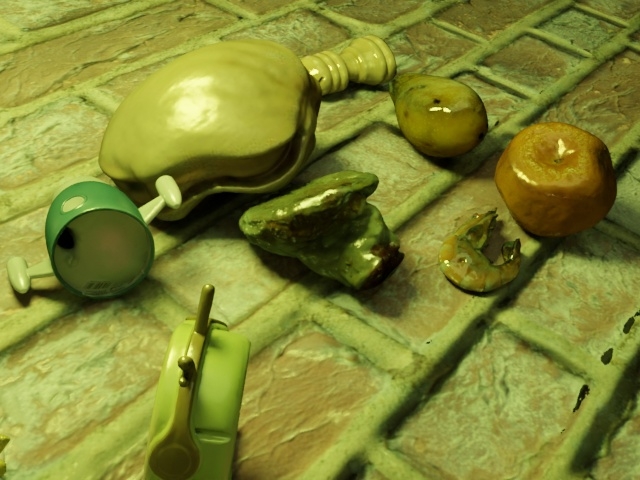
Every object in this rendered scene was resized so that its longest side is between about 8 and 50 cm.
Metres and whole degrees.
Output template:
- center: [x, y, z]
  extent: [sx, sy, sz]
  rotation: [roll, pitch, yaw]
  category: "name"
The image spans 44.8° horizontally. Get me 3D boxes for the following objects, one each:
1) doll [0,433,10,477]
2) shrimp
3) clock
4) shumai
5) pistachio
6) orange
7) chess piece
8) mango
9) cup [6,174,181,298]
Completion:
- center: [-0.493, 0.209, 0.996]
  extent: [0.117, 0.086, 0.291]
  rotation: [-45, 59, -1]
  category: "doll"
- center: [0.320, 0.012, 1.466]
  extent: [0.145, 0.059, 0.254]
  rotation: [34, 44, 21]
  category: "shrimp"
- center: [-0.142, 0.203, 0.916]
  extent: [0.096, 0.307, 0.235]
  rotation: [9, 40, -2]
  category: "clock"
- center: [0.000, 0.000, 1.363]
  extent: [0.272, 0.203, 0.222]
  rotation: [-2, 21, 44]
  category: "shumai"
- center: [-0.189, -0.207, 1.445]
  extent: [0.446, 0.281, 0.365]
  rotation: [-34, 46, -19]
  category: "pistachio"
- center: [0.477, -0.110, 1.562]
  extent: [0.249, 0.183, 0.248]
  rotation: [-3, 52, 3]
  category: "orange"
- center: [0.020, -0.408, 1.865]
  extent: [0.307, 0.124, 0.138]
  rotation: [-21, 79, -29]
  category: "chess piece"
- center: [0.258, -0.289, 1.746]
  extent: [0.177, 0.175, 0.329]
  rotation: [36, 12, -20]
  category: "mango"
- center: [-0.366, -0.021, 1.249]
  extent: [0.300, 0.167, 0.173]
  rotation: [-29, 41, -8]
  category: "cup"
